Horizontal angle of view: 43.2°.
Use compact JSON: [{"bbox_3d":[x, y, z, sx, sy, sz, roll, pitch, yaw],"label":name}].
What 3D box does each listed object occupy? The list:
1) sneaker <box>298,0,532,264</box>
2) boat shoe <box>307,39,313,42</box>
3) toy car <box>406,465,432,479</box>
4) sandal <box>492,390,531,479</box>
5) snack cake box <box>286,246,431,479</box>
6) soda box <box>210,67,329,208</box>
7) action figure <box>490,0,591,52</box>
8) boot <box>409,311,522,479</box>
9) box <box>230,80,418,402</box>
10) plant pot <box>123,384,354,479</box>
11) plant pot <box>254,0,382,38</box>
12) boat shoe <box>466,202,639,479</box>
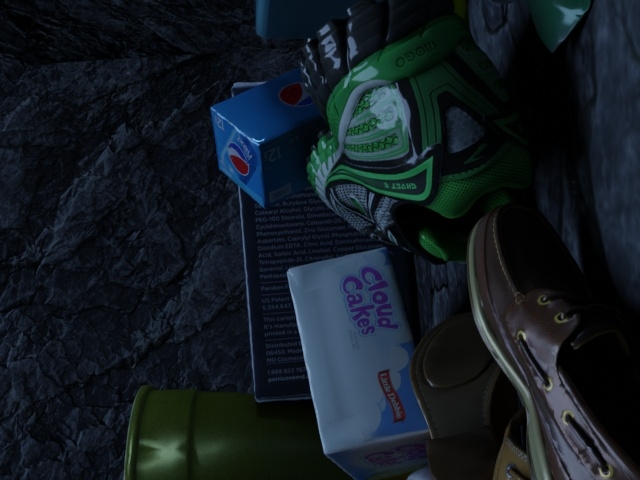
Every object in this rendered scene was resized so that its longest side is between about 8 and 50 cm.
[{"bbox_3d":[0.067,-0.037,0.574,0.146,0.134,0.343,64,-178,12],"label":"sneaker"},{"bbox_3d":[0.026,-0.275,1.314,0.096,0.098,0.277,-99,4,-50],"label":"boat shoe"},{"bbox_3d":[0.092,0.284,0.636,0.136,0.159,0.182,32,151,35],"label":"toy car"},{"bbox_3d":[0.122,0.149,0.422,0.090,0.060,0.220,93,172,-67],"label":"sandal"},{"bbox_3d":[0.051,0.129,0.728,0.264,0.089,0.152,64,-166,-65],"label":"snack cake box"},{"bbox_3d":[0.014,-0.113,0.697,0.071,0.210,0.067,39,146,35],"label":"soda box"},{"bbox_3d":[0.096,-0.230,0.431,0.137,0.063,0.232,84,-177,-56],"label":"action figure"},{"bbox_3d":[0.114,0.155,0.561,0.197,0.072,0.152,-68,-38,-55],"label":"boot"},{"bbox_3d":[0.000,0.000,1.125,0.293,0.211,0.396,146,118,-87],"label":"box"},{"bbox_3d":[-0.040,0.356,1.043,0.366,0.352,0.367,175,90,-87],"label":"plant pot"},{"bbox_3d":[0.033,-0.300,0.614,0.234,0.165,0.166,97,169,-49],"label":"plant pot"},{"bbox_3d":[0.120,0.050,0.380,0.060,0.064,0.178,117,149,-49],"label":"boat shoe"}]
